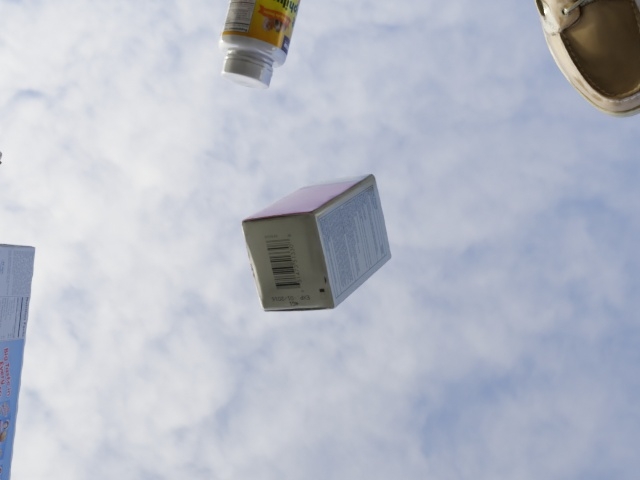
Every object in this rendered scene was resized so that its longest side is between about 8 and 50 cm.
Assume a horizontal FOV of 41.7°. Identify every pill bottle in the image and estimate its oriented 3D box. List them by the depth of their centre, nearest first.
[{"bbox_3d":[-0.101,-0.367,1.397,0.117,0.117,0.214,12,-93,17],"label":"pill bottle"}]

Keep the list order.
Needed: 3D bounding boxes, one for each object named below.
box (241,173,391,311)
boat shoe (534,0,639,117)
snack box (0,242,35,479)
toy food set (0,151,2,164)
[{"bbox_3d":[0.000,0.000,1.294,0.127,0.232,0.148,-5,-75,28],"label":"box"},{"bbox_3d":[0.305,-0.305,1.004,0.122,0.110,0.341,-27,-110,22],"label":"boat shoe"},{"bbox_3d":[-0.206,0.090,0.503,0.022,0.064,0.178,6,-91,13],"label":"snack box"},{"bbox_3d":[-0.343,-0.070,0.814,0.019,0.122,0.078,41,-111,-8],"label":"toy food set"}]
